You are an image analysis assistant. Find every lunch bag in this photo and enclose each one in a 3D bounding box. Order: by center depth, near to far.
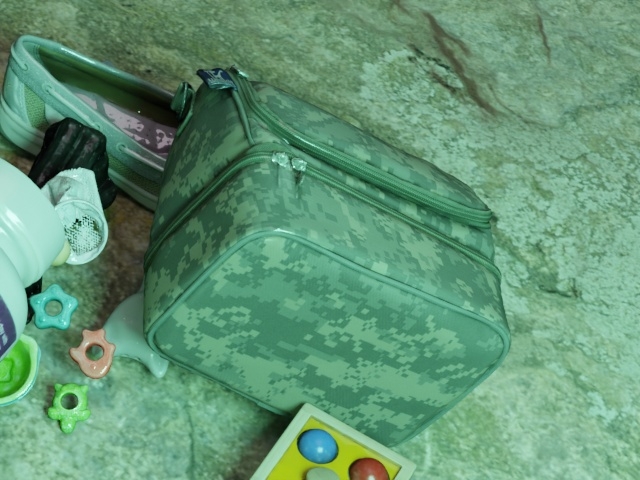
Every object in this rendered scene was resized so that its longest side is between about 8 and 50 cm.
[{"bbox_3d":[0.000,0.000,1.440,0.305,0.212,0.256,24,38,-25],"label":"lunch bag"}]

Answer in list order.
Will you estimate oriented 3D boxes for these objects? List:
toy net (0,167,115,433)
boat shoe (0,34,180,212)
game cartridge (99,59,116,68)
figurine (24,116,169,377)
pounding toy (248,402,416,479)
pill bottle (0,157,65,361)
[{"bbox_3d":[-0.226,0.042,1.406,0.122,0.045,0.232,16,73,0],"label":"toy net"},{"bbox_3d":[-0.164,-0.108,1.614,0.320,0.103,0.118,22,44,-2],"label":"boat shoe"},{"bbox_3d":[-0.225,-0.156,1.711,0.056,0.017,0.083,-24,57,-33],"label":"game cartridge"},{"bbox_3d":[-0.199,0.015,1.500,0.215,0.092,0.209,22,50,2],"label":"figurine"},{"bbox_3d":[0.008,0.219,1.342,0.130,0.100,0.141,28,42,10],"label":"pounding toy"},{"bbox_3d":[-0.337,0.069,1.270,0.169,0.169,0.301,30,58,11],"label":"pill bottle"}]
